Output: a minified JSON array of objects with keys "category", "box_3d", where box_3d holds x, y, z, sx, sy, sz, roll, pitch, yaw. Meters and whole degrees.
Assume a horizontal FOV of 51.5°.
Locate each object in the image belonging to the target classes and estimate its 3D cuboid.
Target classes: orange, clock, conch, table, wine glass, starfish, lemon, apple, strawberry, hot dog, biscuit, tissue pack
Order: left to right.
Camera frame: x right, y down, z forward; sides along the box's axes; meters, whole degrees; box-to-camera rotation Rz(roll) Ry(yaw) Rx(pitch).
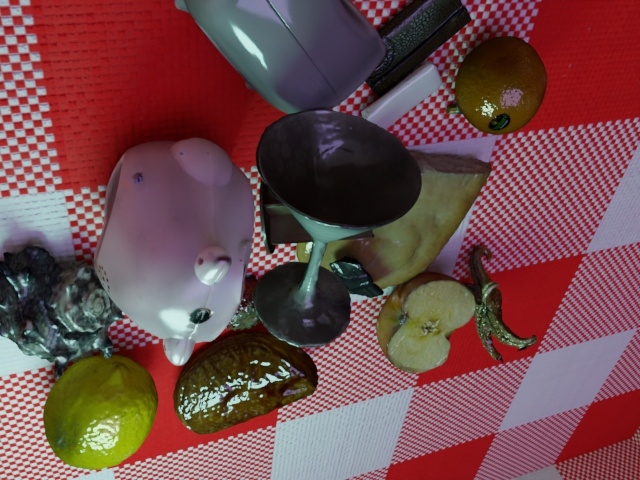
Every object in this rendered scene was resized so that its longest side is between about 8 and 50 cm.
[{"category":"conch","box_3d":[-0.529,0.126,1.346,0.313,0.186,0.241,38,82,-29]},{"category":"lemon","box_3d":[-0.514,0.405,1.552,0.253,0.254,0.310,14,122,-36]},{"category":"clock","box_3d":[-0.274,0.004,1.217,0.250,0.377,0.368,10,125,-29]},{"category":"strawberry","box_3d":[-0.187,0.161,1.615,0.145,0.086,0.145,-14,136,-14]},{"category":"hot dog","box_3d":[-0.199,0.376,1.752,0.387,0.174,0.267,-22,135,5]},{"category":"tissue pack","box_3d":[-0.068,-0.362,1.082,0.236,0.229,0.333,-39,139,7]},{"category":"table","box_3d":[-0.003,-0.062,1.391,0.226,0.167,0.167,-4,135,5]},{"category":"wine glass","box_3d":[0.000,0.000,1.184,0.266,0.267,0.406,-11,145,-19]},{"category":"biscuit","box_3d":[0.145,-0.036,1.592,0.428,0.104,0.446,8,126,-32]},{"category":"apple","box_3d":[0.267,0.202,1.837,0.251,0.163,0.293,20,105,-30]},{"category":"starfish","box_3d":[0.479,0.185,1.843,0.112,0.303,0.312,-20,144,-8]},{"category":"orange","box_3d":[0.377,-0.319,1.390,0.205,0.206,0.206,-15,135,-15]}]

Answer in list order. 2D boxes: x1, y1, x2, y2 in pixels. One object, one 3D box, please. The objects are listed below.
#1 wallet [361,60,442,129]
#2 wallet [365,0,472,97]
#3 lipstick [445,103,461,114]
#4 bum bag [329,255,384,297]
[{"category":"wallet","box_3d":[0.170,-0.298,1.400,0.190,0.033,0.095,-38,154,9]},{"category":"wallet","box_3d":[0.180,-0.399,1.320,0.243,0.039,0.133,-37,141,12]},{"category":"lipstick","box_3d":[0.337,-0.301,1.500,0.116,0.037,0.037,-8,133,-15]},{"category":"bum bag","box_3d":[0.087,0.088,1.582,0.087,0.049,0.198,-3,150,24]}]
